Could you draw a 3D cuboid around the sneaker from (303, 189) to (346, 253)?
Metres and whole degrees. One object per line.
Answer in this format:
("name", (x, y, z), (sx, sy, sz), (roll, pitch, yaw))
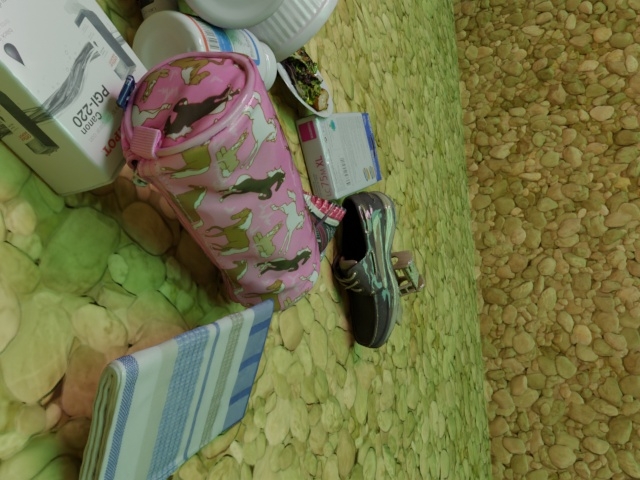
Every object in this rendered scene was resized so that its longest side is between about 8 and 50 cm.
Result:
("sneaker", (-0.063, -0.044, 0.909), (0.299, 0.120, 0.112), (20, 94, -51))

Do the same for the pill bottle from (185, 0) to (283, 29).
("pill bottle", (-0.143, -0.419, 0.733), (0.153, 0.153, 0.265), (49, 12, -46))

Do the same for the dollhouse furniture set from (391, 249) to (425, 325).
("dollhouse furniture set", (0.191, 0.103, 1.351), (0.182, 0.101, 0.161), (56, 36, -39))

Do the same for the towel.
("towel", (-0.160, 0.189, 0.627), (0.285, 0.034, 0.210), (-16, 127, -62))

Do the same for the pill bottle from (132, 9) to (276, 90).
("pill bottle", (-0.158, -0.261, 0.777), (0.221, 0.124, 0.125), (-27, 106, -62))

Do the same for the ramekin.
("ramekin", (-0.079, -0.416, 0.900), (0.109, 0.207, 0.207), (40, 47, -39))

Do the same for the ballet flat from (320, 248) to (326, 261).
("ballet flat", (0.000, 0.000, 1.091), (0.041, 0.041, 0.114), (63, 31, -30))

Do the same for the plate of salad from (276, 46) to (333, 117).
("plate of salad", (-0.030, -0.348, 1.086), (0.199, 0.048, 0.200), (37, 37, -34))

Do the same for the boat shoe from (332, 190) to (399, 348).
("boat shoe", (0.087, 0.063, 1.173), (0.130, 0.132, 0.356), (4, 82, -36))

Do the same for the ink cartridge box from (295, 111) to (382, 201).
("ink cartridge box", (0.056, -0.206, 1.235), (0.311, 0.065, 0.186), (-27, 105, -59))

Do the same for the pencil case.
("pencil case", (-0.103, -0.047, 0.671), (0.386, 0.167, 0.160), (69, 10, -56))

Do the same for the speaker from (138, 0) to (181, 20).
("speaker", (-0.238, -0.369, 0.731), (0.055, 0.055, 0.136), (-35, 113, -60))

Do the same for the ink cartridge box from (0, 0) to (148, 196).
("ink cartridge box", (-0.282, -0.179, 0.546), (0.218, 0.092, 0.159), (58, 35, -40))
